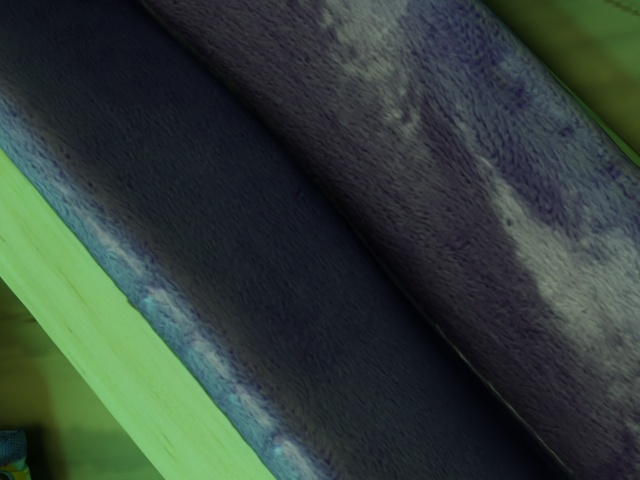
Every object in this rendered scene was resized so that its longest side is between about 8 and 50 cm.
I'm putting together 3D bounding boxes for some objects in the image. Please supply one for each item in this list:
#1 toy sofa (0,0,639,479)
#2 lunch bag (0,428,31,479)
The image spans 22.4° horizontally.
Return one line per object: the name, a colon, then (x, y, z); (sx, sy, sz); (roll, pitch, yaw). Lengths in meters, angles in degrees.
toy sofa: (0.000, 0.000, 0.528); (0.362, 0.150, 0.177); (49, 117, 15)
lunch bag: (-0.247, 0.216, 0.714); (0.293, 0.138, 0.221); (-10, 94, 38)
